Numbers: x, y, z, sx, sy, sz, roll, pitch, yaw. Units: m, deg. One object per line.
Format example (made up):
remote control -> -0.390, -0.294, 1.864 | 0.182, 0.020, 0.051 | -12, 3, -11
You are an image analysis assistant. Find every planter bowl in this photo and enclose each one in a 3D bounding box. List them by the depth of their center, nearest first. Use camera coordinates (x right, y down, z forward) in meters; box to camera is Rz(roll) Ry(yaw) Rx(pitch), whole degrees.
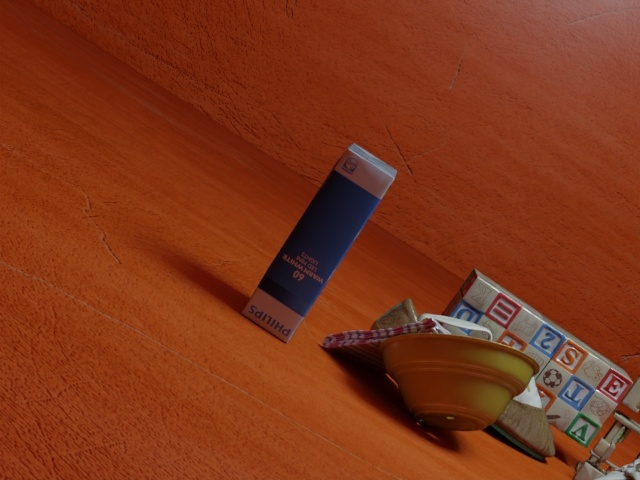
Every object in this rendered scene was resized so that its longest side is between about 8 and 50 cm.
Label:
planter bowl -> 0.177, 0.198, 2.033 | 0.217, 0.090, 0.217 | 9, -20, 3

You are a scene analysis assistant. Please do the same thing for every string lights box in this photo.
string lights box -> 0.000, 0.000, 2.045 | 0.077, 0.259, 0.133 | 33, 9, 0

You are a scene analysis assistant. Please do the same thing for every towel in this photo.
towel -> 0.120, 0.148, 2.099 | 0.197, 0.029, 0.144 | -9, -27, 41

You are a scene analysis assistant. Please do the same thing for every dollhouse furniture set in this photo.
dollhouse furniture set -> 0.483, 0.312, 2.351 | 0.101, 0.182, 0.161 | 35, 8, 9

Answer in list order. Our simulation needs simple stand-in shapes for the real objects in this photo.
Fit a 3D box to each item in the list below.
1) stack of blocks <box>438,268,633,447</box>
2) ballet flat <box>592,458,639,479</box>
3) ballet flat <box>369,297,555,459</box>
stack of blocks -> 0.316, 0.200, 2.410 | 0.297, 0.171, 0.087 | 34, 8, -3
ballet flat -> 0.395, 0.343, 1.933 | 0.147, 0.147, 0.409 | 33, -2, 2
ballet flat -> 0.234, 0.195, 2.286 | 0.342, 0.124, 0.116 | 33, 8, -5
